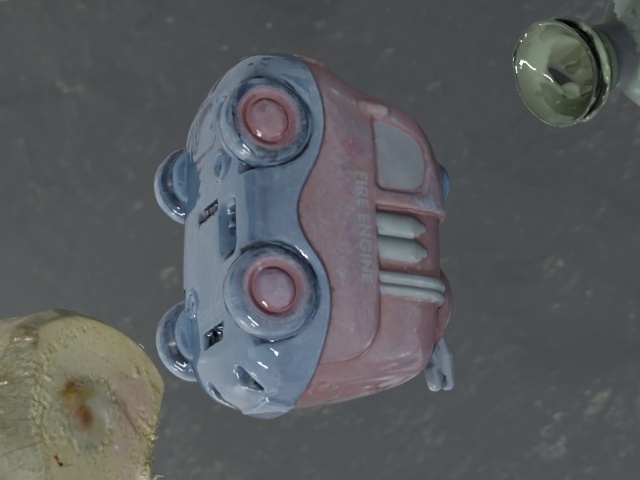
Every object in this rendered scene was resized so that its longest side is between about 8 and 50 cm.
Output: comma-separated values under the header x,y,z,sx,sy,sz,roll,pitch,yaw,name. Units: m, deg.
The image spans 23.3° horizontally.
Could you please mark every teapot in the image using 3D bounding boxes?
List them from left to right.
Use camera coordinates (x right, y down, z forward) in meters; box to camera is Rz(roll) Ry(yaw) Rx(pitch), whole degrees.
x,y,z,sx,sy,sz,roll,pitch,yaw,name
0.319,-0.193,1.562,0.183,0.251,0.183,25,123,45,teapot

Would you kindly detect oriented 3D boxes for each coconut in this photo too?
x,y,z,sx,sy,sz,roll,pitch,yaw,name
-0.346,0.231,1.844,0.255,0.297,0.297,-24,85,37,coconut

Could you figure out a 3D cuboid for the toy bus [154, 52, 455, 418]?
x,y,z,sx,sy,sz,roll,pitch,yaw,name
0.000,0.000,1.271,0.197,0.232,0.294,143,128,-61,toy bus
